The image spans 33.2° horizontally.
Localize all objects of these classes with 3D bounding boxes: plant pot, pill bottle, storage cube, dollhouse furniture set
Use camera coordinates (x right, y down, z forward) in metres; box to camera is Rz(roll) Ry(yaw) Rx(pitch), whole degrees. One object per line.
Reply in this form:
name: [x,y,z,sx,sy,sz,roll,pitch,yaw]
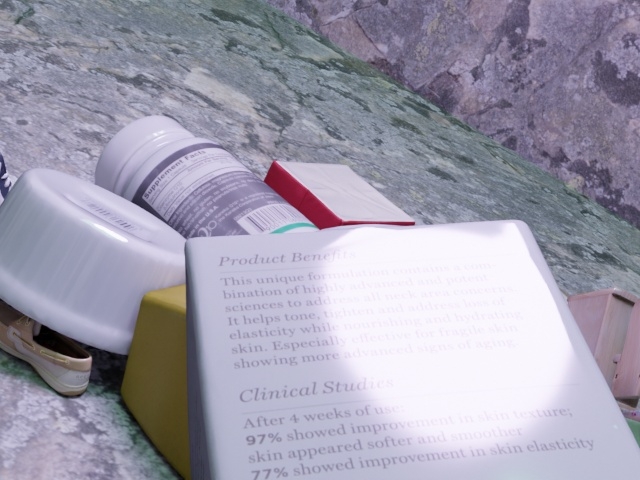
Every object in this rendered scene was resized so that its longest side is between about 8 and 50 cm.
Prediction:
plant pot: [-0.115,0.153,1.292,0.187,0.212,0.212,24,19,29]
pill bottle: [-0.166,-0.024,1.595,0.361,0.204,0.204,41,26,31]
storage cube: [0.000,0.000,1.738,0.215,0.193,0.184,1,34,-48]
dollhouse furniture set: [0.537,0.218,1.619,0.356,0.173,0.303,24,-17,-18]

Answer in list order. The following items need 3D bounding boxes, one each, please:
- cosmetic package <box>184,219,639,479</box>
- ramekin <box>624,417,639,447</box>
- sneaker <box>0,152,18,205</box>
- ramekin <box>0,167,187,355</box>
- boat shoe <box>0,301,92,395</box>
cosmetic package: [0.059,0.228,0.935,0.330,0.327,0.393,-3,40,-9]
ramekin: [0.433,0.374,1.448,0.304,0.148,0.303,22,23,-10]
sneaker: [-0.454,-0.095,1.503,0.235,0.153,0.094,-1,37,-48]
ramekin: [-0.291,0.020,1.366,0.277,0.135,0.277,29,7,-4]
boat shoe: [-0.338,0.116,1.293,0.170,0.059,0.063,33,23,16]
